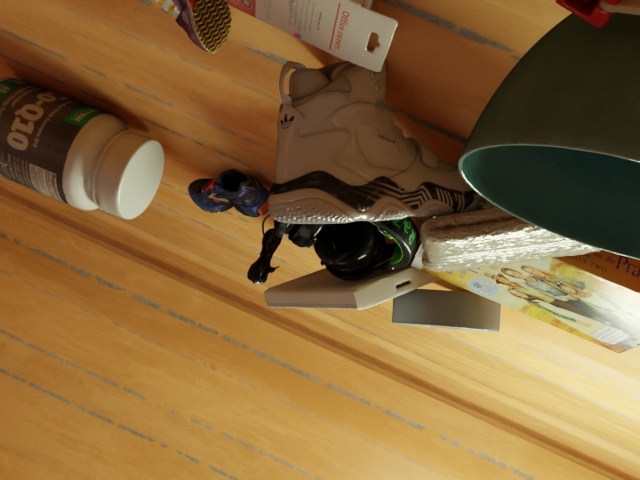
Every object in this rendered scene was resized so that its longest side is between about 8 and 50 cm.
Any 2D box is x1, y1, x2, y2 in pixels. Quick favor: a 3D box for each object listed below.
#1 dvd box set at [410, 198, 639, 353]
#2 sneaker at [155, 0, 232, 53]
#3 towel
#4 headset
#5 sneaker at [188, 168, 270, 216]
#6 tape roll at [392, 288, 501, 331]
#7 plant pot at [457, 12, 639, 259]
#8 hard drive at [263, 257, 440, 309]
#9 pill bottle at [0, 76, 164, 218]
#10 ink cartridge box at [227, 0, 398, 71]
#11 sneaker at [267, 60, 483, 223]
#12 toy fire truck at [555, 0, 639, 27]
[{"bbox_3d":[0.374,0.057,1.296,0.420,0.062,0.308,23,162,6],"label":"dvd box set"},{"bbox_3d":[-0.181,-0.319,0.974,0.083,0.070,0.185,24,158,32],"label":"sneaker"},{"bbox_3d":[0.279,-0.011,1.061,0.282,0.049,0.187,-8,163,7],"label":"towel"},{"bbox_3d":[0.000,0.000,1.427,0.243,0.185,0.394,36,158,-29],"label":"headset"},{"bbox_3d":[-0.193,-0.110,1.577,0.221,0.083,0.087,6,140,37],"label":"sneaker"},{"bbox_3d":[0.255,0.143,1.558,0.219,0.072,0.219,5,172,1],"label":"tape roll"},{"bbox_3d":[0.291,-0.111,0.674,0.290,0.196,0.290,20,172,3],"label":"plant pot"},{"bbox_3d":[0.064,0.089,1.589,0.353,0.233,0.047,-5,101,58],"label":"hard drive"},{"bbox_3d":[-0.518,-0.184,1.563,0.360,0.204,0.204,21,162,12],"label":"pill bottle"},{"bbox_3d":[-0.002,-0.275,0.845,0.198,0.067,0.115,26,163,1],"label":"ink cartridge box"},{"bbox_3d":[0.088,-0.133,1.033,0.365,0.210,0.137,-5,-176,-38],"label":"sneaker"},{"bbox_3d":[0.285,-0.201,0.557,0.192,0.135,0.047,22,162,9],"label":"toy fire truck"}]
